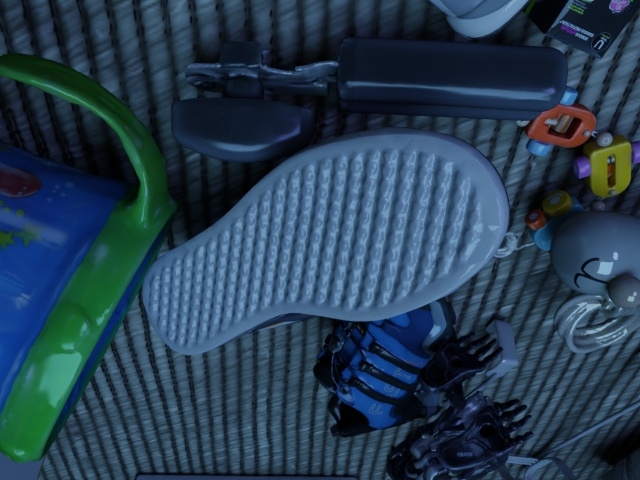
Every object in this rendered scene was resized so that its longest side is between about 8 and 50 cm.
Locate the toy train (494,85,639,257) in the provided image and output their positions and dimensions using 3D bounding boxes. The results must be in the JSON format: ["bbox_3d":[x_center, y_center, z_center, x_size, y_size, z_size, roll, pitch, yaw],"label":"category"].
[{"bbox_3d":[0.209,-0.059,0.508,0.125,0.046,0.166,7,127,-7],"label":"toy train"}]

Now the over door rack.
[{"bbox_3d":[0.265,0.257,0.737,0.239,0.108,0.324,11,129,-13],"label":"over door rack"}]

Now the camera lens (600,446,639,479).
[{"bbox_3d":[0.558,0.352,0.757,0.219,0.219,0.274,30,123,-25],"label":"camera lens"}]

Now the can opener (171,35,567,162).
[{"bbox_3d":[0.033,-0.106,0.423,0.280,0.074,0.093,-1,94,2],"label":"can opener"}]

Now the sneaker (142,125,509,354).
[{"bbox_3d":[0.000,0.000,0.440,0.321,0.127,0.126,-19,92,37],"label":"sneaker"}]

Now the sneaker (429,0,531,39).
[{"bbox_3d":[0.121,-0.239,0.325,0.132,0.086,0.229,27,125,-21],"label":"sneaker"}]

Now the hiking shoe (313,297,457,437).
[{"bbox_3d":[0.056,0.109,0.576,0.132,0.113,0.304,-22,130,-12],"label":"hiking shoe"}]

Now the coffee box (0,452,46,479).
[{"bbox_3d":[-0.502,0.251,0.543,0.337,0.334,0.338,33,121,-27],"label":"coffee box"}]

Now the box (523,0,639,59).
[{"bbox_3d":[0.188,-0.181,0.389,0.052,0.062,0.083,16,127,-17],"label":"box"}]

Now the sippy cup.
[{"bbox_3d":[-0.265,0.019,0.447,0.224,0.306,0.240,28,166,-12],"label":"sippy cup"}]

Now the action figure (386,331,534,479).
[{"bbox_3d":[0.145,0.228,0.563,0.140,0.164,0.276,-11,134,-12],"label":"action figure"}]

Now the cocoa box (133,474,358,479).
[{"bbox_3d":[-0.117,0.516,0.856,0.347,0.228,0.231,3,130,-5],"label":"cocoa box"}]

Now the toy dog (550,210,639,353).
[{"bbox_3d":[0.380,0.049,0.474,0.333,0.161,0.220,-15,130,6],"label":"toy dog"}]
